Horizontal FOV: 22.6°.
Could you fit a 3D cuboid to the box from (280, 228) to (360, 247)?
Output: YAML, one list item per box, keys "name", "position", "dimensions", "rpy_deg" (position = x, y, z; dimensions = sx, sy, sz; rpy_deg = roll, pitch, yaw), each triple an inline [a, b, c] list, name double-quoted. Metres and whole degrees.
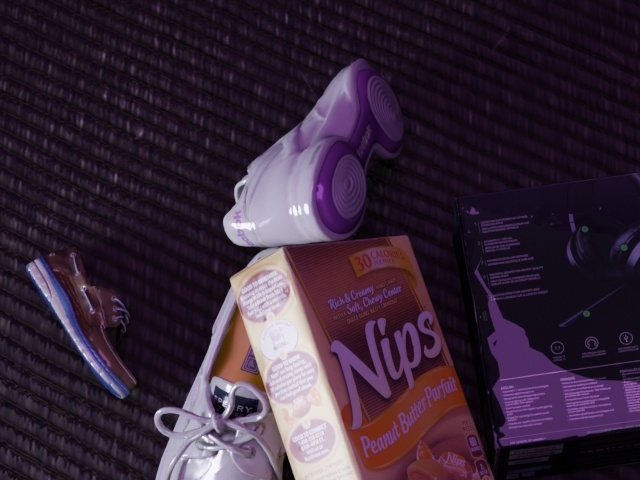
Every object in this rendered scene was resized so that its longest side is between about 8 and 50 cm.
- name: "box"
  position: [0.000, 0.000, 1.665]
  dimensions: [0.083, 0.067, 0.018]
  rpy_deg: [-7, 69, 2]

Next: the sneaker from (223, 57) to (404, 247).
- name: "sneaker"
  position: [-0.009, -0.092, 1.636]
  dimensions: [0.152, 0.114, 0.305]
  rpy_deg: [-15, 23, 27]

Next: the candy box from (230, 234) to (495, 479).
- name: "candy box"
  position: [0.050, 0.159, 1.508]
  dimensions: [0.087, 0.183, 0.316]
  rpy_deg: [-29, 74, 40]

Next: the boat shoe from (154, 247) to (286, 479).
- name: "boat shoe"
  position: [-0.080, 0.172, 1.551]
  dimensions: [0.135, 0.156, 0.367]
  rpy_deg: [16, 69, 10]

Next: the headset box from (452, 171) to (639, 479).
- name: "headset box"
  position: [0.268, 0.073, 1.583]
  dimensions: [0.246, 0.131, 0.283]
  rpy_deg: [-9, 67, 1]

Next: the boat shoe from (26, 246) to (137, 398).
- name: "boat shoe"
  position: [-0.233, 0.078, 1.649]
  dimensions: [0.066, 0.066, 0.183]
  rpy_deg: [-33, 69, -11]
